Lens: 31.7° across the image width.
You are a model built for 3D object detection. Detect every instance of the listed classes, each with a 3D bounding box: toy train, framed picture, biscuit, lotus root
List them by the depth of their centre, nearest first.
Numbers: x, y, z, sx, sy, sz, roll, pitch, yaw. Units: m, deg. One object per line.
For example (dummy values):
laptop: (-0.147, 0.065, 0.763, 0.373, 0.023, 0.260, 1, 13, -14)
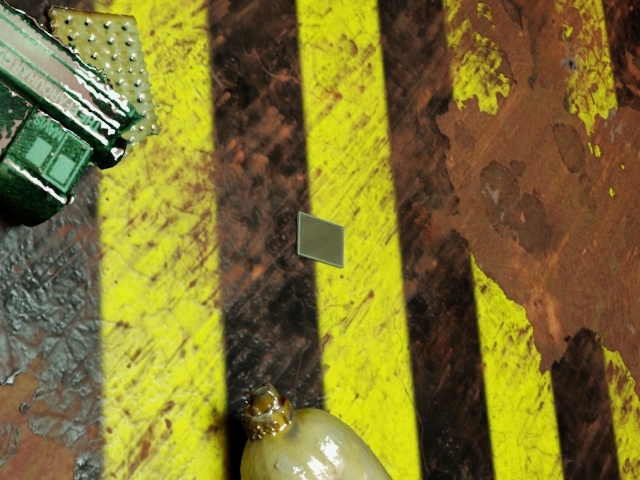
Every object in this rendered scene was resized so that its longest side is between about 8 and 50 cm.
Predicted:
toy train: (-0.359, -0.158, 1.205, 0.330, 0.138, 0.178, 38, 61, -25)
lotus root: (0.001, 0.315, 1.387, 0.169, 0.151, 0.342, -45, 108, -30)
biscuit: (-0.264, -0.191, 1.394, 0.144, 0.016, 0.203, -5, 80, -45)
framed picture: (0.000, 0.000, 1.597, 0.089, 0.007, 0.066, 17, 65, -40)
